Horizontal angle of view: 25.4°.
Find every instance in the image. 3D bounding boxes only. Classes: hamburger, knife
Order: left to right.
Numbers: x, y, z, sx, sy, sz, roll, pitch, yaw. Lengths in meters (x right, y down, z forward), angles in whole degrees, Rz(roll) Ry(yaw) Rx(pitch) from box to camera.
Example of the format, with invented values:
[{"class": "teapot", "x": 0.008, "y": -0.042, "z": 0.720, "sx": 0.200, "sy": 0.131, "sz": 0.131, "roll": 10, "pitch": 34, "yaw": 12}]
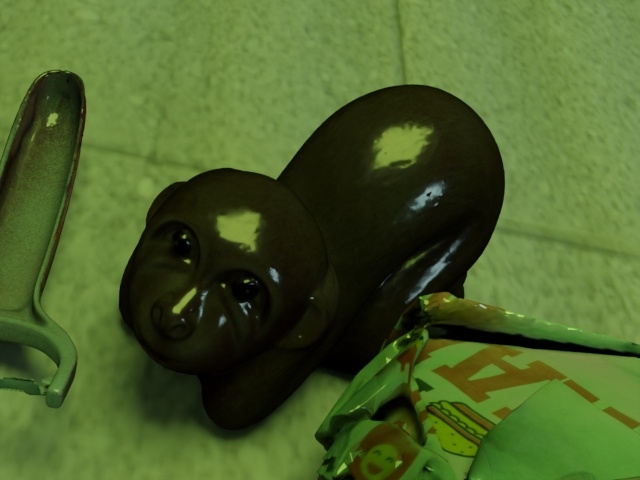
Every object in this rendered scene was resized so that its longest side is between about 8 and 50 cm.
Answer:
[{"class": "knife", "x": -0.174, "y": -0.004, "z": 0.764, "sx": 0.123, "sy": 0.053, "sz": 0.278, "roll": 9, "pitch": 36, "yaw": -4}, {"class": "hamburger", "x": 0.104, "y": 0.126, "z": 0.653, "sx": 0.214, "sy": 0.125, "sz": 0.235, "roll": 3, "pitch": 34, "yaw": -9}]

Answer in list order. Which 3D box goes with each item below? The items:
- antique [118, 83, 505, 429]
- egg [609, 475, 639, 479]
[{"class": "antique", "x": 0.000, "y": 0.000, "z": 0.760, "sx": 0.257, "sy": 0.143, "sz": 0.121, "roll": -20, "pitch": 52, "yaw": -38}, {"class": "egg", "x": 0.106, "y": 0.198, "z": 0.359, "sx": 0.278, "sy": 0.336, "sz": 0.278, "roll": 31, "pitch": 50, "yaw": -45}]
